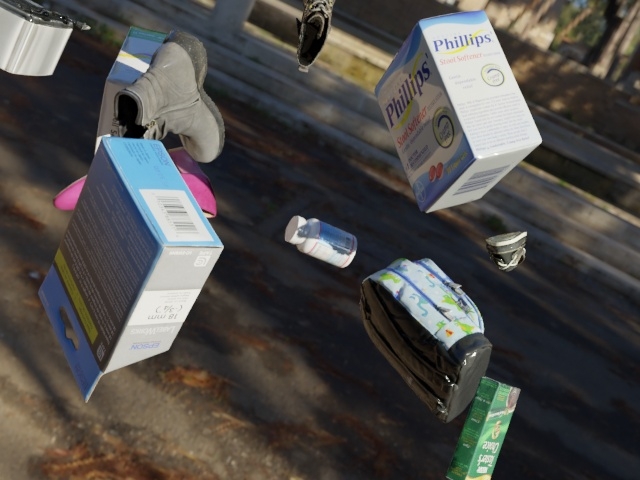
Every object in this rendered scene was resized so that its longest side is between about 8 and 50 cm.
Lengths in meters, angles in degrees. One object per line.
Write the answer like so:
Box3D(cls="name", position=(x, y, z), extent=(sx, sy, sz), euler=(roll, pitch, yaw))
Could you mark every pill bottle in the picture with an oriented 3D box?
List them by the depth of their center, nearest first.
Box3D(cls="pill bottle", position=(0.000, 0.000, 2.197), extent=(0.160, 0.087, 0.087), euler=(23, 13, -23))

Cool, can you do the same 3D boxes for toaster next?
Box3D(cls="toaster", position=(-0.523, -0.361, 1.573), extent=(0.186, 0.110, 0.168), euler=(27, 14, 4))

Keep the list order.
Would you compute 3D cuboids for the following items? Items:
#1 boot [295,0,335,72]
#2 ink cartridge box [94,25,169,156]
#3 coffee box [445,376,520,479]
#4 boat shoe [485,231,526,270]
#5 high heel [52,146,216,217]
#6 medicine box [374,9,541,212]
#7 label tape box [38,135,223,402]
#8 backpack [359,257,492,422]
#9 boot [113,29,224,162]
Box3D(cls="boot", position=(0.011, -0.462, 1.677), extent=(0.091, 0.262, 0.229), euler=(12, 43, -3))
Box3D(cls="ink cartridge box", position=(-0.401, -0.297, 2.010), extent=(0.119, 0.207, 0.353), euler=(13, 34, -8))
Box3D(cls="coffee box", position=(0.284, 0.332, 1.605), extent=(0.040, 0.184, 0.113), euler=(18, -4, 34))
Box3D(cls="boat shoe", position=(0.383, 0.022, 1.887), extent=(0.084, 0.079, 0.233), euler=(-11, -4, 12))
Box3D(cls="high heel", position=(-0.414, -0.091, 2.129), extent=(0.377, 0.127, 0.181), euler=(-23, 84, -31))
Box3D(cls="medicine box", position=(0.251, -0.242, 1.775), extent=(0.149, 0.263, 0.289), euler=(-15, 74, -21))
Box3D(cls="label tape box", position=(-0.299, 0.045, 1.412), extent=(0.106, 0.333, 0.240), euler=(-1, 45, -40))
Box3D(cls="backpack", position=(0.243, 0.207, 2.212), extent=(0.356, 0.290, 0.273), euler=(34, 58, 24))
Box3D(cls="boot", position=(-0.304, -0.223, 1.806), extent=(0.118, 0.222, 0.338), euler=(19, -33, 22))
